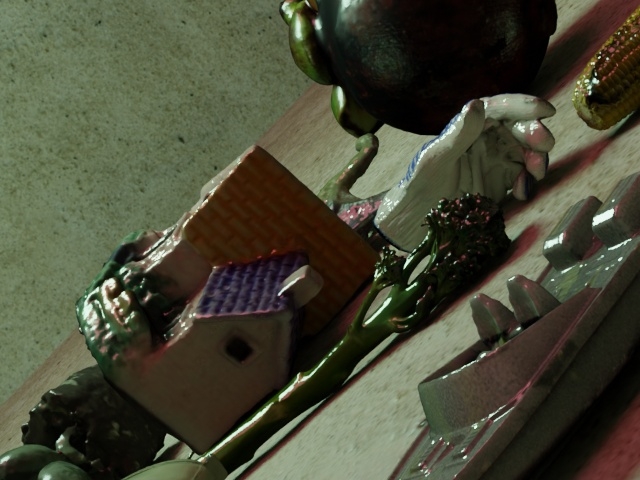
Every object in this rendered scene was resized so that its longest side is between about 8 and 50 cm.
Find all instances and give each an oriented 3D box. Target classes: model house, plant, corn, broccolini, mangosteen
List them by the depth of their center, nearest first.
[{"bbox_3d":[0.301,-0.181,1.683,0.203,0.072,0.072,-45,9,-6],"label":"corn"},{"bbox_3d":[0.007,0.094,1.683,0.392,0.074,0.079,-40,2,12],"label":"broccolini"},{"bbox_3d":[-0.094,0.046,1.951,0.237,0.202,0.237,-41,9,22],"label":"model house"},{"bbox_3d":[-0.262,0.244,1.992,0.146,0.149,0.274,-57,0,25],"label":"plant"},{"bbox_3d":[0.114,-0.260,2.145,0.311,0.311,0.311,-43,9,8],"label":"mangosteen"}]

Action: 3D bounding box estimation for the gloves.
[{"bbox_3d":[0.136,-0.068,1.763,0.229,0.119,0.097,-33,51,44],"label":"gloves"}]

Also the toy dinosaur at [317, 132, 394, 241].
[{"bbox_3d":[0.005,0.005,2.143,0.294,0.077,0.162,-56,7,24],"label":"toy dinosaur"}]

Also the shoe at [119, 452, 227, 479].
[{"bbox_3d":[-0.183,0.267,1.673,0.275,0.103,0.098,-30,14,36],"label":"shoe"}]

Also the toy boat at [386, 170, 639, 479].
[{"bbox_3d":[0.113,0.090,1.164,0.319,0.092,0.141,-49,8,-28],"label":"toy boat"}]
